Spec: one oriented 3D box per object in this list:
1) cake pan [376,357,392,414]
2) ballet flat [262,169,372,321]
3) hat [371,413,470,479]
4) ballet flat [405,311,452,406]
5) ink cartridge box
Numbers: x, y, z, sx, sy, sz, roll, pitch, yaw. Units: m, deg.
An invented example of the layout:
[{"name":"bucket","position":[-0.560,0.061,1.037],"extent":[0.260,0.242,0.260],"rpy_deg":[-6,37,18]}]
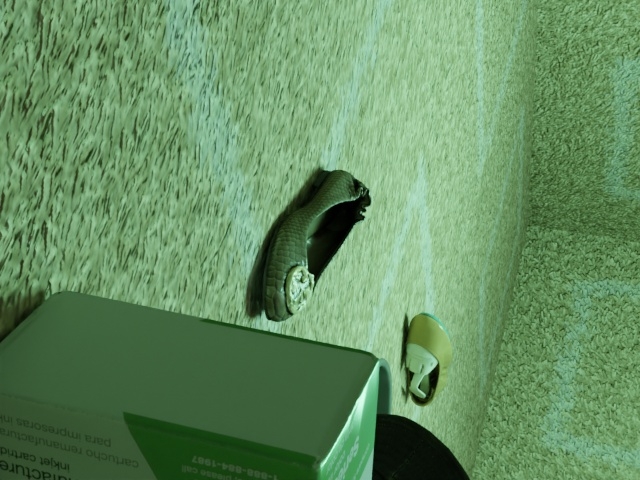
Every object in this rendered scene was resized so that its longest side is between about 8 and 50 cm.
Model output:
[{"name":"cake pan","position":[0.030,0.288,1.514],"extent":[0.293,0.054,0.293],"rpy_deg":[9,90,-76]},{"name":"ballet flat","position":[0.000,0.000,1.200],"extent":[0.250,0.058,0.084],"rpy_deg":[-58,153,-57]},{"name":"hat","position":[-0.033,0.243,0.954],"extent":[0.134,0.331,0.331],"rpy_deg":[43,47,-26]},{"name":"ballet flat","position":[0.175,0.206,1.993],"extent":[0.073,0.080,0.232],"rpy_deg":[-56,154,-26]},{"name":"ink cartridge box","position":[-0.083,0.189,0.707],"extent":[0.117,0.201,0.278],"rpy_deg":[-55,152,-58]}]
